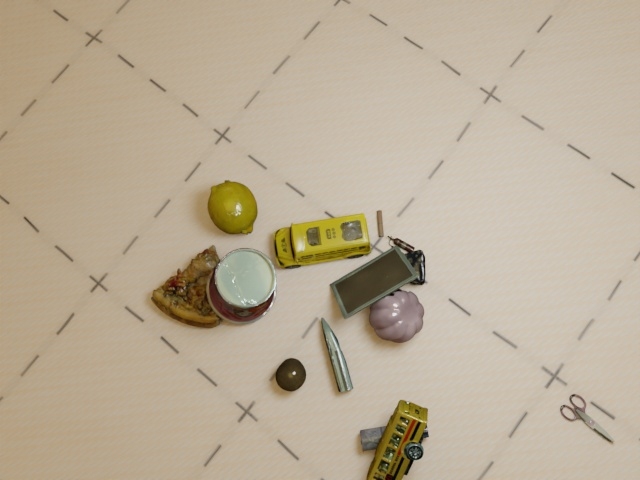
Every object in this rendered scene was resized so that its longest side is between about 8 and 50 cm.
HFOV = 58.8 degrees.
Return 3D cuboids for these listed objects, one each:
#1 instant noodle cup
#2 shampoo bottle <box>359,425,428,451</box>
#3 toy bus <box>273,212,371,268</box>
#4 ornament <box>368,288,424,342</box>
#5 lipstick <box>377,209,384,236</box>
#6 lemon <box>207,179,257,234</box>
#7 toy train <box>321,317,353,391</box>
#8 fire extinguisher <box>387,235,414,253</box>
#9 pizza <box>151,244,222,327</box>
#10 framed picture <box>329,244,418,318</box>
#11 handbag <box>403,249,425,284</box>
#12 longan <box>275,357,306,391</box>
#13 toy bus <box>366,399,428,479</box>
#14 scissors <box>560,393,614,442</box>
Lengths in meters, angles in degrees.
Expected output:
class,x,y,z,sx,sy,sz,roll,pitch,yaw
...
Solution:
class,x,y,z,sx,sy,sz,roll,pitch,yaw
instant noodle cup,-0.249,0.138,1.842,0.243,0.231,0.243,3,75,-11
shampoo bottle,0.233,0.615,1.794,0.214,0.072,0.072,-10,76,3
toy bus,0.000,0.000,1.917,0.330,0.152,0.144,-9,77,3
ornament,0.241,0.242,1.833,0.177,0.177,0.178,-1,77,5
lipstick,0.209,-0.058,1.978,0.019,0.019,0.094,-4,77,5
lemon,-0.301,-0.109,1.963,0.173,0.173,0.206,-34,89,-3
toy train,0.052,0.372,1.874,0.048,0.055,0.252,-16,76,2
fire extinguisher,0.271,0.021,1.953,0.100,0.032,0.046,29,116,11
pizza,-0.411,0.180,1.959,0.251,0.074,0.288,44,86,11
framed picture,0.170,0.135,1.856,0.274,0.217,0.017,-30,119,5
handbag,0.286,0.094,1.917,0.139,0.072,0.115,-4,78,18
longan,-0.101,0.437,1.858,0.119,0.106,0.106,13,75,51
toy bus,0.224,0.655,1.708,0.123,0.121,0.336,23,100,6
scissors,0.838,0.563,1.768,0.176,0.022,0.085,42,83,16
